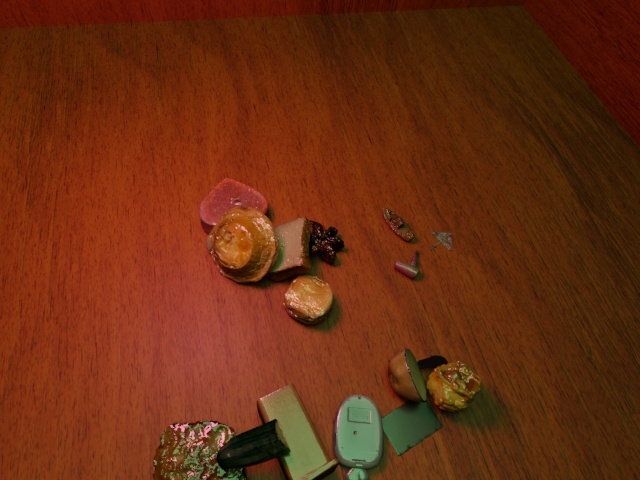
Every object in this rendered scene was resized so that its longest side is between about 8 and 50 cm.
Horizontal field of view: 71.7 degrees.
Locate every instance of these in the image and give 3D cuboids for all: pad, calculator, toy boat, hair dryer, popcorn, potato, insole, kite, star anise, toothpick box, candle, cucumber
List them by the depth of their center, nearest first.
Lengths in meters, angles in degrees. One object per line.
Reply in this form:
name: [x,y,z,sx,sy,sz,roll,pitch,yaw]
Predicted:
cucumber: [-0.228,0.661,1.414,0.243,0.063,0.115,-27,55,6]
toothpick box: [-0.094,0.677,1.516,0.190,0.188,0.308,-22,59,-18]
calculator: [0.137,0.710,1.597,0.185,0.041,0.299,7,56,-2]
pad: [0.338,0.685,1.660,0.211,0.003,0.143,-23,63,-20]
popcorn: [0.504,0.552,1.678,0.197,0.156,0.198,-4,59,6]
potato: [0.319,0.526,1.688,0.117,0.182,0.203,-24,68,16]
insole: [0.449,0.488,1.770,0.152,0.002,0.053,-3,55,-31]
star anise: [0.000,0.000,1.985,0.220,0.126,0.190,21,62,4]
hair dryer: [0.413,0.099,2.022,0.106,0.054,0.154,30,49,17]
candle: [-0.400,-0.169,2.042,0.316,0.132,0.287,-9,57,-13]
toy boat: [0.366,-0.081,2.108,0.064,0.072,0.206,-28,66,-24]
kite: [0.578,0.004,2.118,0.156,0.011,0.139,-34,65,-25]

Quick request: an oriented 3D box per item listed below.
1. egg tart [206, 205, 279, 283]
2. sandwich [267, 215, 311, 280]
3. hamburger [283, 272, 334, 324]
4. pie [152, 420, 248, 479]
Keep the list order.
egg tart: [-0.334,0.022,1.842,0.340,0.129,0.342,2,96,18]
sandwich: [-0.136,0.041,1.910,0.226,0.087,0.251,-18,53,27]
hamburger: [-0.045,0.244,1.831,0.213,0.108,0.214,4,57,-6]
pie: [-0.398,0.765,1.463,0.288,0.103,0.355,-17,65,-17]
